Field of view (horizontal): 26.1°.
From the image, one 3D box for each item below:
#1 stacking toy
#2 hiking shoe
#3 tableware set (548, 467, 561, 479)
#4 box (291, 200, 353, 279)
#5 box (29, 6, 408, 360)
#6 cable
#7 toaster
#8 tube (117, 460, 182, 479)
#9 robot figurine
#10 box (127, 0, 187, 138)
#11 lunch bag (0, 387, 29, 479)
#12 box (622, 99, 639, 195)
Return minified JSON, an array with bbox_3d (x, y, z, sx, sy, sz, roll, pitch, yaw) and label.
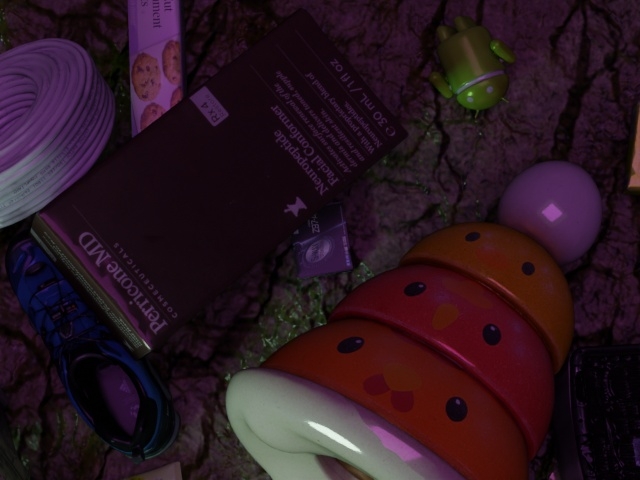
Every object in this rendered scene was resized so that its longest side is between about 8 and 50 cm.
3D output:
[{"bbox_3d":[0.153,0.095,1.501,0.350,0.350,0.480,33,68,5],"label":"stacking toy"},{"bbox_3d":[-0.259,0.109,1.559,0.113,0.132,0.304,-36,83,-2],"label":"hiking shoe"},{"bbox_3d":[0.332,0.318,1.570,0.141,0.020,0.169,-37,84,-2],"label":"tableware set"},{"bbox_3d":[0.000,0.000,1.619,0.067,0.018,0.083,-8,84,1],"label":"box"},{"bbox_3d":[-0.111,-0.063,1.516,0.381,0.143,0.191,-41,92,-16],"label":"box"},{"bbox_3d":[-0.349,-0.115,1.540,0.257,0.257,0.089,-33,128,3],"label":"cable"},{"bbox_3d":[0.341,0.203,1.519,0.185,0.110,0.168,-3,74,-7],"label":"toaster"},{"bbox_3d":[-0.271,0.317,1.573,0.240,0.062,0.070,-12,94,-1],"label":"tube"},{"bbox_3d":[0.178,-0.204,1.610,0.101,0.067,0.115,-26,83,27],"label":"robot figurine"},{"bbox_3d":[-0.190,-0.188,1.624,0.067,0.063,0.324,-2,83,0],"label":"box"},{"bbox_3d":[-0.470,0.287,1.493,0.305,0.256,0.213,-33,110,-3],"label":"lunch bag"},{"bbox_3d":[0.448,-0.097,1.601,0.178,0.042,0.109,8,85,3],"label":"box"}]
